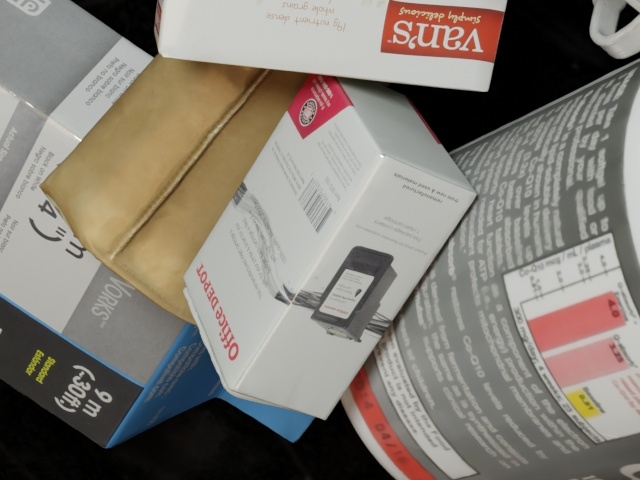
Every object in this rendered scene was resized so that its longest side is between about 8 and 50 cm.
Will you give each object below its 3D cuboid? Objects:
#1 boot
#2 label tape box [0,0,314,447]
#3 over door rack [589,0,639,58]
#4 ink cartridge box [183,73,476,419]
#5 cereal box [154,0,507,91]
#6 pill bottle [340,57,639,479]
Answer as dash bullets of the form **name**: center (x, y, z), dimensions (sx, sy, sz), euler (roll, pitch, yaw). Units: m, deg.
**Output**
- **boot**: center (-0.065, -0.114, 0.913), dimensions (0.236, 0.089, 0.269), euler (39, 107, -8)
- **label tape box**: center (-0.125, 0.014, 1.106), dimensions (0.333, 0.106, 0.240), euler (34, 133, -2)
- **over door rack**: center (0.161, -0.258, 0.719), dimensions (0.239, 0.108, 0.324), euler (32, 121, -26)
- **ink cartridge box**: center (0.000, 0.000, 0.872), dimensions (0.063, 0.109, 0.150), euler (21, 113, -30)
- **cereal box**: center (0.019, -0.198, 0.813), dimensions (0.173, 0.047, 0.240), euler (5, 110, -11)
- **pill bottle**: center (0.181, 0.013, 0.840), dimensions (0.210, 0.210, 0.363), euler (47, 144, -14)
